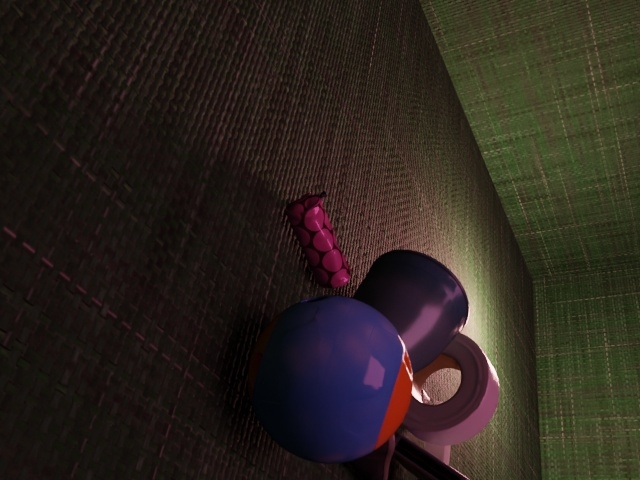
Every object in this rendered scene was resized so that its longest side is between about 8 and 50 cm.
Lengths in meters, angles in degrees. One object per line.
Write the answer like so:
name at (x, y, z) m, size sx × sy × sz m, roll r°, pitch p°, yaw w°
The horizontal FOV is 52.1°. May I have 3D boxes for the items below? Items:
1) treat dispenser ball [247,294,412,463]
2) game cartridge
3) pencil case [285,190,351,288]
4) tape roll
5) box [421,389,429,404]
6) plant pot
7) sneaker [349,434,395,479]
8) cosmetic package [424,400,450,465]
treat dispenser ball at (0.017, 0.240, 1.150) m, size 0.288 × 0.288 × 0.287 m, roll 33°, pitch 52°, yaw -56°
game cartridge at (0.291, 0.579, 1.606) m, size 0.062 × 0.297 × 0.198 m, roll -48°, pitch 133°, yaw -18°
pencil case at (0.000, 0.000, 1.437) m, size 0.098 × 0.095 × 0.209 m, roll -94°, pitch 165°, yaw -65°
tape roll at (0.310, 0.377, 1.698) m, size 0.100 × 0.287 × 0.286 m, roll 50°, pitch 38°, yaw -44°
box at (0.272, 0.472, 1.844) m, size 0.062 × 0.052 × 0.083 m, roll 55°, pitch 34°, yaw -41°
plant pot at (0.174, 0.200, 1.538) m, size 0.255 × 0.272 × 0.271 m, roll -44°, pitch 121°, yaw -43°
sneaker at (0.091, 0.485, 1.464) m, size 0.083 × 0.118 × 0.221 m, roll -97°, pitch -170°, yaw -53°
cosmetic package at (0.327, 0.581, 1.835) m, size 0.099 × 0.061 × 0.238 m, roll -34°, pitch 129°, yaw -64°
